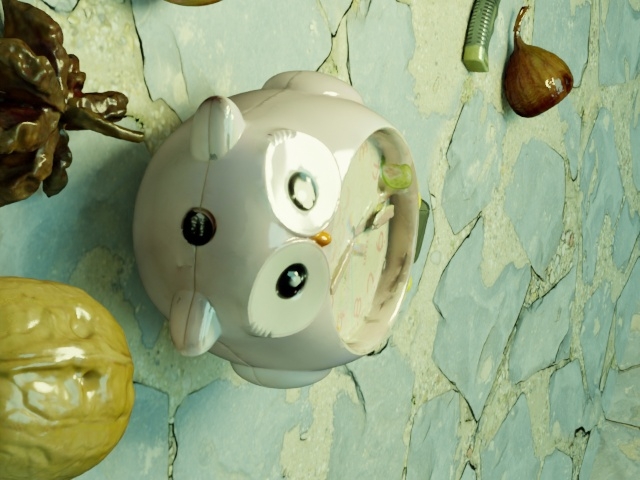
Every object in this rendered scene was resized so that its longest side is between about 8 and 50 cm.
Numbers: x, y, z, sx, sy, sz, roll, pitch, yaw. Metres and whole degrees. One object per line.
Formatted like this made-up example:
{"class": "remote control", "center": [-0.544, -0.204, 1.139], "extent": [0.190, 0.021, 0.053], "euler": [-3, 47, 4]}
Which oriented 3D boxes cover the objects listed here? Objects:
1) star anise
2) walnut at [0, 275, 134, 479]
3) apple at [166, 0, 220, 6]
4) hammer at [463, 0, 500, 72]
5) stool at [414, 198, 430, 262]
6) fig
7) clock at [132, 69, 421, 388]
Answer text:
{"class": "star anise", "center": [-0.261, -0.124, 1.000], "extent": [0.212, 0.111, 0.196], "euler": [-44, 126, -38]}
{"class": "walnut", "center": [-0.269, 0.126, 0.958], "extent": [0.225, 0.193, 0.193], "euler": [27, 73, -55]}
{"class": "apple", "center": [-0.130, -0.320, 1.143], "extent": [0.146, 0.146, 0.146], "euler": [-19, 113, -57]}
{"class": "hammer", "center": [0.301, -0.419, 1.937], "extent": [0.159, 0.041, 0.227], "euler": [35, 66, -56]}
{"class": "stool", "center": [0.118, -0.018, 1.666], "extent": [0.096, 0.096, 0.110], "euler": [-4, 105, -59]}
{"class": "fig", "center": [0.403, -0.343, 2.077], "extent": [0.201, 0.133, 0.146], "euler": [62, 11, -15]}
{"class": "clock", "center": [-0.064, -0.014, 1.206], "extent": [0.376, 0.250, 0.368], "euler": [2, 96, -66]}
